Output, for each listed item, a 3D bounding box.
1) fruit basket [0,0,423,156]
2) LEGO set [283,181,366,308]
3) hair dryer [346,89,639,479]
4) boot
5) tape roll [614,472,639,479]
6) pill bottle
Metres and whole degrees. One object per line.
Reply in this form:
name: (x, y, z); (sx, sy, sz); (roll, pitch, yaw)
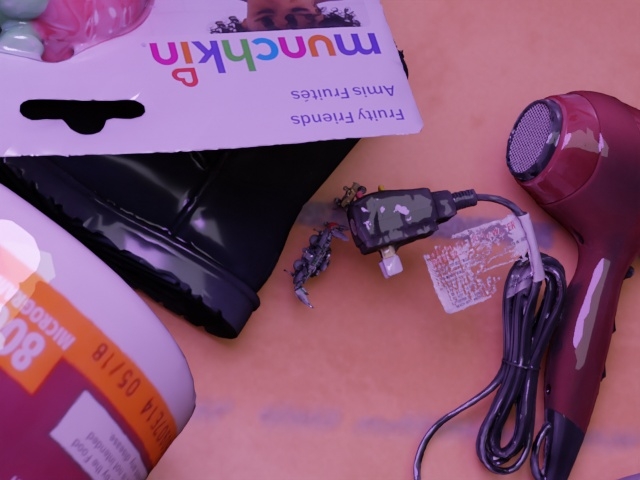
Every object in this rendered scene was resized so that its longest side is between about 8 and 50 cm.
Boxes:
fruit basket: (-0.140, -0.190, 0.983); (0.327, 0.165, 0.353); (-4, 50, -18)
LEGO set: (-0.001, 0.000, 1.114); (0.023, 0.054, 0.083); (29, 41, -12)
hair dryer: (0.156, 0.023, 1.150); (0.293, 0.080, 0.223); (-23, 108, -18)
boot: (-0.092, -0.090, 1.086); (0.246, 0.094, 0.207); (33, 73, -9)
tape roll: (0.233, 0.237, 1.056); (0.246, 0.169, 0.246); (3, 77, -14)
pill bottle: (-0.257, 0.160, 0.915); (0.224, 0.224, 0.392); (38, 70, -4)
